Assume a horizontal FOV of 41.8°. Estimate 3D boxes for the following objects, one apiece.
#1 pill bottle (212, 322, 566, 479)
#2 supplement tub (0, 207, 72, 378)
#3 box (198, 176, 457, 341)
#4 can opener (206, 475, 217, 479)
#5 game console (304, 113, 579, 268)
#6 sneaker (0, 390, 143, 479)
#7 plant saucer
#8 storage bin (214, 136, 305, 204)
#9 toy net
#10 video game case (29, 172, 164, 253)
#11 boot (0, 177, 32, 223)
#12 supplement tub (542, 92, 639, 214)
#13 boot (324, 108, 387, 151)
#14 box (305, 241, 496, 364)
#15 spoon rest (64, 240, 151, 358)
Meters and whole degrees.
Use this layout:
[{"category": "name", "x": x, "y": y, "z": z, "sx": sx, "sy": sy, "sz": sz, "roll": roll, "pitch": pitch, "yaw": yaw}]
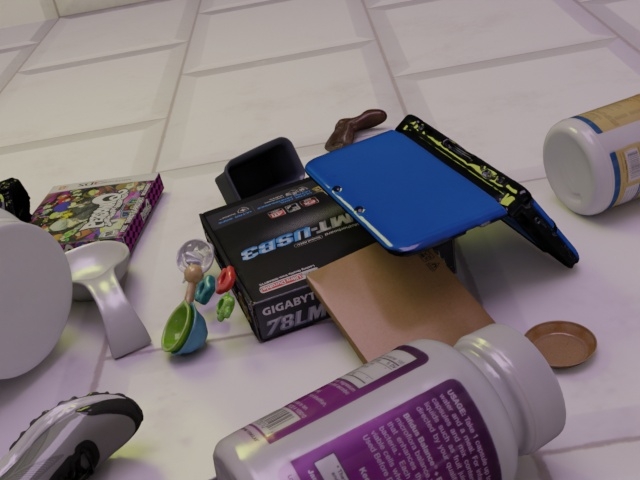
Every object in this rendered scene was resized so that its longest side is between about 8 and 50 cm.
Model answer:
[{"category": "pill bottle", "x": 0.069, "y": 0.193, "z": 0.767, "sx": 0.301, "sy": 0.169, "sz": 0.169, "roll": -23, "pitch": 32, "yaw": -20}, {"category": "supplement tub", "x": -0.522, "y": 0.059, "z": 1.118, "sx": 0.325, "sy": 0.235, "sz": 0.235, "roll": 7, "pitch": 35, "yaw": 27}, {"category": "box", "x": 0.000, "y": 0.000, "z": 1.214, "sx": 0.296, "sy": 0.073, "sz": 0.293, "roll": -19, "pitch": 30, "yaw": -12}, {"category": "can opener", "x": -0.193, "y": 0.309, "z": 0.777, "sx": 0.283, "sy": 0.076, "sz": 0.095, "roll": -25, "pitch": 1, "yaw": -21}, {"category": "game console", "x": 0.160, "y": -0.040, "z": 1.142, "sx": 0.173, "sy": 0.250, "sz": 0.293, "roll": -47, "pitch": 37, "yaw": 4}, {"category": "sneaker", "x": -0.293, "y": 0.260, "z": 0.861, "sx": 0.271, "sy": 0.100, "sz": 0.108, "roll": -34, "pitch": 51, "yaw": -29}, {"category": "plant saucer", "x": 0.276, "y": 0.123, "z": 0.967, "sx": 0.083, "sy": 0.015, "sz": 0.083, "roll": -8, "pitch": 31, "yaw": 5}, {"category": "storage bin", "x": -0.106, "y": -0.103, "z": 1.414, "sx": 0.135, "sy": 0.098, "sz": 0.091, "roll": -30, "pitch": 7, "yaw": -28}, {"category": "toy net", "x": -0.169, "y": 0.052, "z": 1.140, "sx": 0.045, "sy": 0.122, "sz": 0.232, "roll": 26, "pitch": 26, "yaw": -26}, {"category": "video game case", "x": -0.397, "y": -0.037, "z": 1.433, "sx": 0.210, "sy": 0.041, "sz": 0.232, "roll": -7, "pitch": 31, "yaw": 11}, {"category": "boot", "x": -0.584, "y": -0.050, "z": 1.390, "sx": 0.207, "sy": 0.094, "sz": 0.246, "roll": -21, "pitch": 38, "yaw": -3}, {"category": "supplement tub", "x": 0.442, "y": -0.131, "z": 1.213, "sx": 0.200, "sy": 0.144, "sz": 0.144, "roll": -19, "pitch": 31, "yaw": -14}, {"category": "boot", "x": 0.066, "y": -0.203, "z": 1.565, "sx": 0.106, "sy": 0.037, "sz": 0.114, "roll": -14, "pitch": 24, "yaw": 22}, {"category": "box", "x": 0.099, "y": 0.082, "z": 1.023, "sx": 0.164, "sy": 0.021, "sz": 0.201, "roll": -24, "pitch": 53, "yaw": -18}, {"category": "spoon rest", "x": -0.319, "y": 0.062, "z": 1.199, "sx": 0.137, "sy": 0.084, "sz": 0.276, "roll": -24, "pitch": 33, "yaw": -21}]
